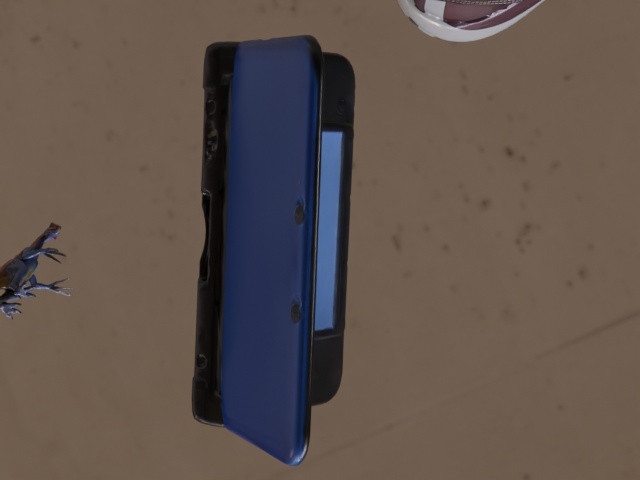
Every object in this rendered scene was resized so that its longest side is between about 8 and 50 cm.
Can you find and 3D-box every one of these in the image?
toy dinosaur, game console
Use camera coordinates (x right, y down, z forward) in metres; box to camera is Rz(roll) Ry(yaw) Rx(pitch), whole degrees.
[{"bbox_3d":[-0.218,0.015,1.168,0.090,0.082,0.047,16,126,-20],"label":"toy dinosaur"},{"bbox_3d":[0.000,0.000,1.192,0.173,0.293,0.250,6,-174,36],"label":"game console"}]

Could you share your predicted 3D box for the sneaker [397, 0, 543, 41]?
[{"bbox_3d":[0.152,-0.201,0.778,0.281,0.106,0.162,-40,176,6],"label":"sneaker"}]
